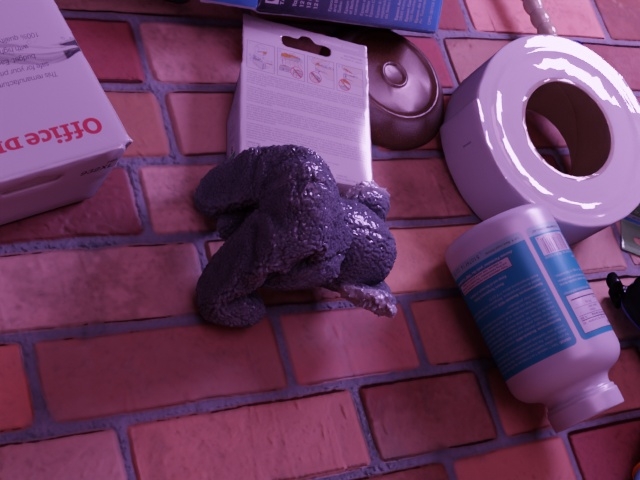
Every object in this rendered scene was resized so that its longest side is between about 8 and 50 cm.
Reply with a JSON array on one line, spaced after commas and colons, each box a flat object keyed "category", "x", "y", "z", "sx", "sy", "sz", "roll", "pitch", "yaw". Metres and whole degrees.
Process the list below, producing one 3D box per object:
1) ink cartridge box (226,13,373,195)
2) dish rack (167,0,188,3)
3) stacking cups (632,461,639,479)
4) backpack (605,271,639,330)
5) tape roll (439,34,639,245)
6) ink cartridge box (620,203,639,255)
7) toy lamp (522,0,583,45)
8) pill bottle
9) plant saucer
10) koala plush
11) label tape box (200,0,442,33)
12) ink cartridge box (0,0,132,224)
[{"category": "ink cartridge box", "x": -0.026, "y": -0.161, "z": 1.423, "sx": 0.181, "sy": 0.056, "sz": 0.224, "roll": 11, "pitch": 58, "yaw": -23}, {"category": "dish rack", "x": -0.243, "y": -0.429, "z": 1.431, "sx": 0.208, "sy": 0.074, "sz": 0.271, "roll": 11, "pitch": 59, "yaw": -26}, {"category": "stacking cups", "x": 0.423, "y": 0.323, "z": 1.396, "sx": 0.096, "sy": 0.096, "sz": 0.316, "roll": 39, "pitch": 51, "yaw": -6}, {"category": "backpack", "x": 0.576, "y": 0.090, "z": 1.557, "sx": 0.263, "sy": 0.213, "sz": 0.276, "roll": -24, "pitch": 75, "yaw": -48}, {"category": "tape roll", "x": 0.311, "y": -0.135, "z": 1.556, "sx": 0.286, "sy": 0.100, "sz": 0.286, "roll": 8, "pitch": 69, "yaw": -22}, {"category": "ink cartridge box", "x": 0.501, "y": -0.072, "z": 1.683, "sx": 0.109, "sy": 0.062, "sz": 0.209, "roll": 20, "pitch": 56, "yaw": -21}, {"category": "toy lamp", "x": 0.328, "y": -0.341, "z": 1.722, "sx": 0.080, "sy": 0.080, "sz": 0.274, "roll": -12, "pitch": 68, "yaw": -35}, {"category": "pill bottle", "x": 0.270, "y": 0.098, "z": 1.397, "sx": 0.146, "sy": 0.146, "sz": 0.264, "roll": -14, "pitch": 72, "yaw": -35}, {"category": "plant saucer", "x": 0.092, "y": -0.217, "z": 1.537, "sx": 0.199, "sy": 0.036, "sz": 0.198, "roll": 15, "pitch": 57, "yaw": -24}, {"category": "koala plush", "x": 0.000, "y": 0.000, "z": 1.279, "sx": 0.221, "sy": 0.203, "sz": 0.196, "roll": 19, "pitch": 56, "yaw": -35}, {"category": "label tape box", "x": 0.005, "y": -0.412, "z": 1.462, "sx": 0.348, "sy": 0.115, "sz": 0.249, "roll": 1, "pitch": 106, "yaw": -29}, {"category": "ink cartridge box", "x": -0.374, "y": -0.170, "z": 1.172, "sx": 0.223, "sy": 0.129, "sz": 0.307, "roll": -22, "pitch": 76, "yaw": -37}]
